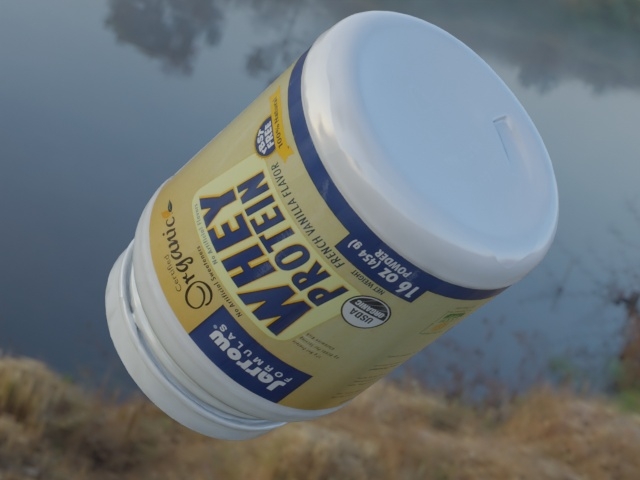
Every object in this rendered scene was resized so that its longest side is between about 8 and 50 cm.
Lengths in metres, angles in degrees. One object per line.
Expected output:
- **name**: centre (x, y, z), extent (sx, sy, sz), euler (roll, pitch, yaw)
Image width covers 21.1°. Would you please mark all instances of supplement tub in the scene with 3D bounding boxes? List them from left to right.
- **supplement tub**: centre (0.000, 0.000, 1.308), extent (0.228, 0.316, 0.228), euler (26, 44, -28)
